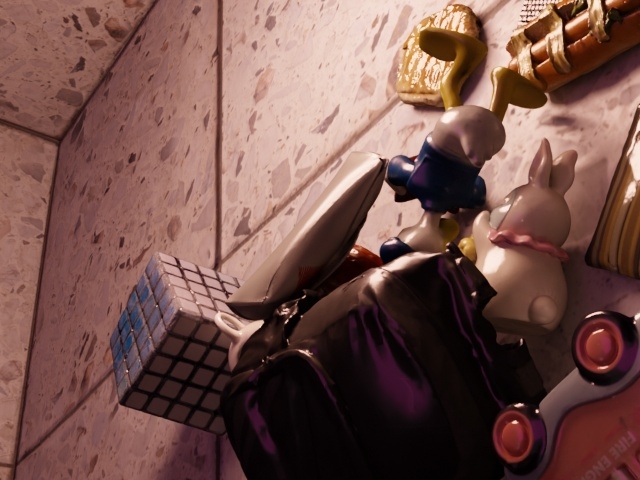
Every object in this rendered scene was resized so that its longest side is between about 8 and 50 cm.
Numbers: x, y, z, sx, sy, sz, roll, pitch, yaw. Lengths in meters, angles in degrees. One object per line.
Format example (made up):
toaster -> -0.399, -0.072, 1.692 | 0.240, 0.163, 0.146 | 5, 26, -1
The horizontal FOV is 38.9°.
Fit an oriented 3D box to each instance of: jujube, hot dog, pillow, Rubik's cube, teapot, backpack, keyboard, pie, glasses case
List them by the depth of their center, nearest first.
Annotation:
pillow -> 0.403, -0.047, 1.014 | 0.212, 0.052, 0.208 | 26, 98, 62
backpack -> 0.080, 0.202, 1.123 | 0.445, 0.254, 0.363 | -41, 73, 49
hot dog -> 0.347, -0.278, 1.206 | 0.269, 0.072, 0.109 | -27, 67, 53
glasses case -> 0.001, 0.000, 1.289 | 0.308, 0.083, 0.128 | -50, 14, -15
keyboard -> 0.351, -0.333, 1.297 | 0.196, 0.015, 0.074 | 27, 97, 60
jujube -> 0.012, 0.100, 1.440 | 0.290, 0.197, 0.197 | -9, 66, 57
pie -> 0.196, -0.308, 1.508 | 0.195, 0.046, 0.195 | -34, 48, 47
teapot -> -0.098, 0.205, 1.605 | 0.145, 0.226, 0.092 | -52, -7, 16
Rubik's cube -> -0.250, 0.196, 1.757 | 0.237, 0.238, 0.237 | -58, 31, 18

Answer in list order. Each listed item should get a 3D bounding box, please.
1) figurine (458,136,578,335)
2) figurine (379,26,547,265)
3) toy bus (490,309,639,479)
figurine -> 0.257, -0.002, 1.163 | 0.155, 0.127, 0.236 | 137, 146, -71
figurine -> 0.148, -0.077, 1.264 | 0.283, 0.204, 0.338 | 134, 159, -74
toy bus -> 0.323, 0.209, 0.872 | 0.288, 0.194, 0.232 | -53, 42, 27
